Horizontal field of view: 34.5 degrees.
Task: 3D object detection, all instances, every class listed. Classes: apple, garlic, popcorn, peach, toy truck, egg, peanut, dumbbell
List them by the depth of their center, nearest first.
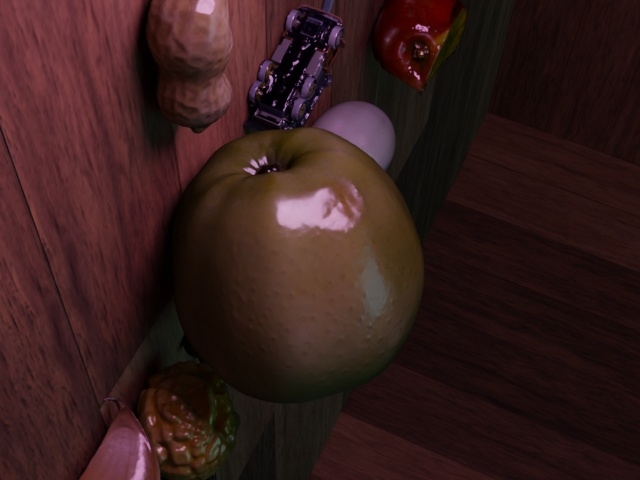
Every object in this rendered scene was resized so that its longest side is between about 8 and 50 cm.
[{"bbox_3d":[-0.135,-0.192,1.106,0.228,0.085,0.104,97,16,-54],"label":"peanut"},{"bbox_3d":[-0.031,0.024,1.352,0.357,0.357,0.357,22,90,-78],"label":"apple"},{"bbox_3d":[-0.279,0.330,1.366,0.115,0.128,0.207,-45,-159,61],"label":"garlic"},{"bbox_3d":[-0.192,0.262,1.472,0.170,0.180,0.180,10,103,-47],"label":"popcorn"},{"bbox_3d":[-0.035,-0.234,1.472,0.192,0.083,0.092,-64,167,-15],"label":"toy truck"},{"bbox_3d":[-0.180,0.167,1.619,0.118,0.046,0.052,67,41,-73],"label":"dumbbell"},{"bbox_3d":[0.046,-0.158,1.797,0.209,0.151,0.151,-45,155,-43],"label":"egg"},{"bbox_3d":[0.194,-0.415,1.959,0.267,0.158,0.154,-50,169,-51],"label":"peach"}]

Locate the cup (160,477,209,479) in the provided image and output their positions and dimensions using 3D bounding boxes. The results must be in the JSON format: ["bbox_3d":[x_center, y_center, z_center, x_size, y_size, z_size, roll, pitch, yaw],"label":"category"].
[{"bbox_3d":[-0.231,0.406,1.565,0.150,0.199,0.199,-83,-173,-63],"label":"cup"}]

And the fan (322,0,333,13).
[{"bbox_3d":[0.029,-0.427,1.574,0.038,0.016,0.193,-30,139,-67],"label":"fan"}]

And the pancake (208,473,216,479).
[{"bbox_3d":[-0.184,0.443,1.788,0.377,0.054,0.197,91,-18,-44],"label":"pancake"}]
